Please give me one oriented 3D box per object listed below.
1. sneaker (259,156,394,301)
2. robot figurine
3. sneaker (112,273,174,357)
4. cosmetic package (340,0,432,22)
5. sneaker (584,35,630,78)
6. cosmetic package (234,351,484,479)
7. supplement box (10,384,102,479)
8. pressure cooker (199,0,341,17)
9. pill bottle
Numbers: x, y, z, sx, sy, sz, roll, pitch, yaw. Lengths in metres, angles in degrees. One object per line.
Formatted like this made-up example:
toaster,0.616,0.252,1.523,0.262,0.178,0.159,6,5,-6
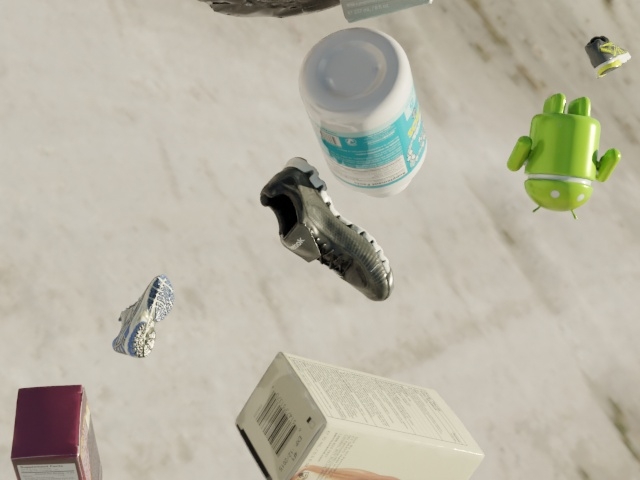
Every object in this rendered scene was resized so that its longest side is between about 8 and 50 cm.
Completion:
sneaker,0.000,0.000,1.640,0.106,0.078,0.234,-32,81,-43
robot figurine,0.230,-0.080,1.159,0.101,0.115,0.067,7,-1,-8
sneaker,-0.249,0.101,1.673,0.052,0.058,0.135,58,41,-37
cosmetic package,0.070,-0.424,1.601,0.107,0.127,0.238,-62,137,-58
sneaker,0.263,-0.174,1.119,0.035,0.031,0.083,61,22,-4
cosmetic package,0.054,0.265,1.624,0.296,0.129,0.153,18,22,-37
supplement box,-0.317,0.272,1.478,0.188,0.080,0.104,91,-5,-46
pressure cooker,-0.080,-0.625,2.022,0.375,0.369,0.421,11,68,-52
pill bottle,0.065,-0.158,1.642,0.146,0.146,0.264,57,-4,27
